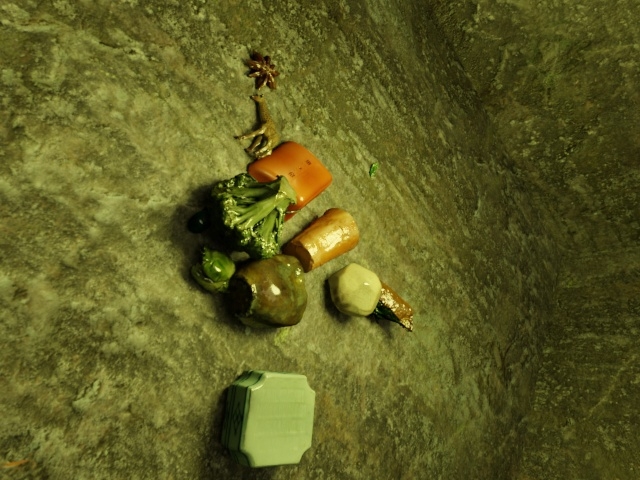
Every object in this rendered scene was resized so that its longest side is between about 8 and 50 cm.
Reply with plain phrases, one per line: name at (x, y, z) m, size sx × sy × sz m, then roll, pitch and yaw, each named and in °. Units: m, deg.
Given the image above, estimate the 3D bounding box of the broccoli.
broccoli at (-0.205, -0.083, 1.359) m, size 0.304 × 0.284 × 0.321 m, roll 42°, pitch 25°, yaw -35°

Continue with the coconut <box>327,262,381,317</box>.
coconut at (0.129, 0.198, 1.671) m, size 0.224 × 0.224 × 0.223 m, roll 10°, pitch 74°, yaw -40°

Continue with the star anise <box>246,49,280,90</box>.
star anise at (-0.222, -0.664, 1.628) m, size 0.168 × 0.057 × 0.167 m, roll 11°, pitch 73°, yaw -39°

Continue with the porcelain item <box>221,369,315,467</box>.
porcelain item at (-0.165, 0.570, 1.348) m, size 0.286 × 0.157 × 0.281 m, roll 17°, pitch 68°, yaw -38°

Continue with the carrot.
carrot at (0.000, 0.000, 1.601) m, size 0.254 × 0.196 × 0.195 m, roll -30°, pitch 101°, yaw -40°

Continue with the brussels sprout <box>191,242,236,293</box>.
brussels sprout at (-0.332, 0.095, 1.347) m, size 0.181 × 0.101 × 0.139 m, roll 43°, pitch 40°, yaw -20°

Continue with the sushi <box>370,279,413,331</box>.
sushi at (0.279, 0.289, 1.813) m, size 0.287 × 0.149 × 0.140 m, roll 43°, pitch 63°, yaw -2°

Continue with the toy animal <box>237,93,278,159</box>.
toy animal at (-0.221, -0.431, 1.571) m, size 0.149 × 0.054 × 0.275 m, roll 17°, pitch 70°, yaw -11°

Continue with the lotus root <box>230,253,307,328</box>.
lotus root at (-0.170, 0.158, 1.399) m, size 0.260 × 0.150 × 0.266 m, roll 17°, pitch 65°, yaw -57°

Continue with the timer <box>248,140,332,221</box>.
timer at (-0.117, -0.247, 1.605) m, size 0.250 × 0.161 × 0.257 m, roll 49°, pitch 52°, yaw -4°

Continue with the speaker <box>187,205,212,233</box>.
speaker at (-0.380, -0.068, 1.348) m, size 0.060 × 0.075 × 0.094 m, roll 53°, pitch 45°, yaw -13°

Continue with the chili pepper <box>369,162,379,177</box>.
chili pepper at (0.260, -0.345, 2.013) m, size 0.091 × 0.030 × 0.034 m, roll -66°, pitch 148°, yaw -26°
